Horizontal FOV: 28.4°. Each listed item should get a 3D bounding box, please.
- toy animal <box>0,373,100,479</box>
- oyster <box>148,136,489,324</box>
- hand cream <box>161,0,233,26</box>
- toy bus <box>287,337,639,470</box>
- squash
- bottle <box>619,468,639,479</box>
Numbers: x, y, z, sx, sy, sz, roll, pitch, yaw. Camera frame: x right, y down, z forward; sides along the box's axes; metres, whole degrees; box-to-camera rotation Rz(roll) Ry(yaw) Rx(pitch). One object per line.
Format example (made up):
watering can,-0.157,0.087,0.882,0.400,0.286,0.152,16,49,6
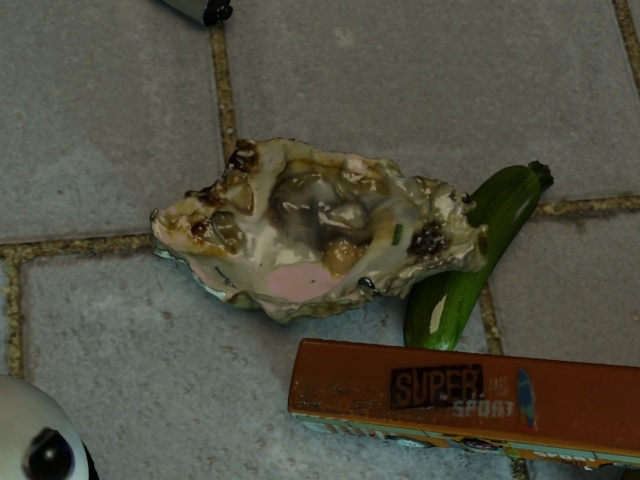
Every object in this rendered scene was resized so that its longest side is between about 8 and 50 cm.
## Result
toy animal,-0.299,0.225,1.089,0.213,0.266,0.212,0,65,-1
oyster,0.000,0.004,1.316,0.355,0.107,0.201,12,59,23
hand cream,-0.177,-0.310,1.479,0.186,0.054,0.087,34,61,17
toy bus,0.168,0.155,1.184,0.409,0.092,0.093,3,70,23
squash,0.158,0.017,1.347,0.071,0.080,0.318,11,56,39
bottle,0.418,0.187,1.243,0.171,0.171,0.351,32,63,9
